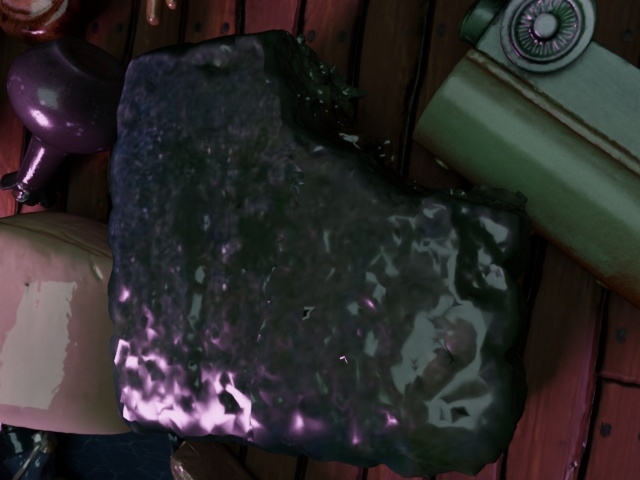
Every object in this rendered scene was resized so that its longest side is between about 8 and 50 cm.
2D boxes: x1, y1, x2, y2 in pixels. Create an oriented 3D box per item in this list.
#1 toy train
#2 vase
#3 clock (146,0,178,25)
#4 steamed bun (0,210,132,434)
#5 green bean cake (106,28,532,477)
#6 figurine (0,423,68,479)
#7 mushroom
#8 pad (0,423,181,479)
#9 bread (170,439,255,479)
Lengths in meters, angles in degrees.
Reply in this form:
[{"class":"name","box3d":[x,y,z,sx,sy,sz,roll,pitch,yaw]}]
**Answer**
[{"class":"toy train","box3d":[0.210,-0.072,0.436,0.285,0.116,0.177,39,112,11]},{"class":"vase","box3d":[-0.267,-0.110,0.563,0.120,0.120,0.183,45,114,10]},{"class":"clock","box3d":[-0.094,-0.355,0.516,0.308,0.096,0.235,-45,81,11]},{"class":"steamed bun","box3d":[-0.265,0.071,0.533,0.250,0.155,0.200,11,88,14]},{"class":"green bean cake","box3d":[0.000,0.000,0.429,0.307,0.169,0.300,-1,84,26]},{"class":"figurine","box3d":[-0.296,0.256,0.577,0.086,0.087,0.149,-32,79,51]},{"class":"mushroom","box3d":[-0.286,-0.262,0.573,0.127,0.087,0.127,0,90,20]},{"class":"pad","box3d":[-0.268,0.277,0.613,0.269,0.012,0.269,-8,89,15]},{"class":"bread","box3d":[-0.105,0.278,0.535,0.152,0.077,0.105,43,100,12]}]
